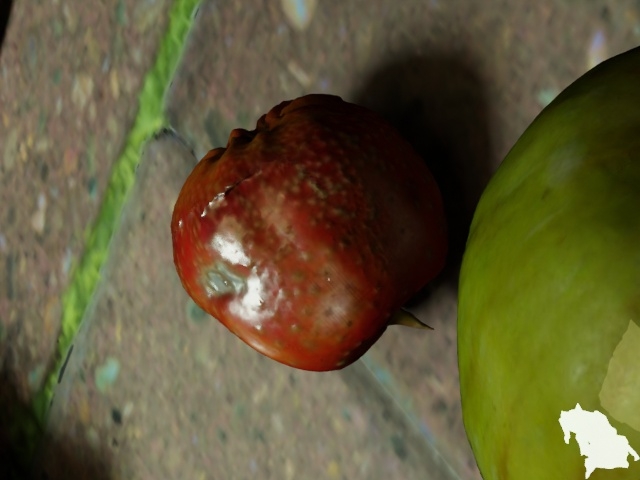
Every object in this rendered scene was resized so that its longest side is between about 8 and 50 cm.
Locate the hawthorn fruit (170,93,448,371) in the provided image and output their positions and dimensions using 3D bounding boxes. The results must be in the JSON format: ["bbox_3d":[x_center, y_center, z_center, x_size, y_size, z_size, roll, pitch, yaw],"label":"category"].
[{"bbox_3d":[0.000,0.000,0.644,0.093,0.093,0.093,9,101,51],"label":"hawthorn fruit"}]

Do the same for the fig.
[{"bbox_3d":[0.106,0.047,0.479,0.142,0.148,0.186,10,141,37],"label":"fig"}]
